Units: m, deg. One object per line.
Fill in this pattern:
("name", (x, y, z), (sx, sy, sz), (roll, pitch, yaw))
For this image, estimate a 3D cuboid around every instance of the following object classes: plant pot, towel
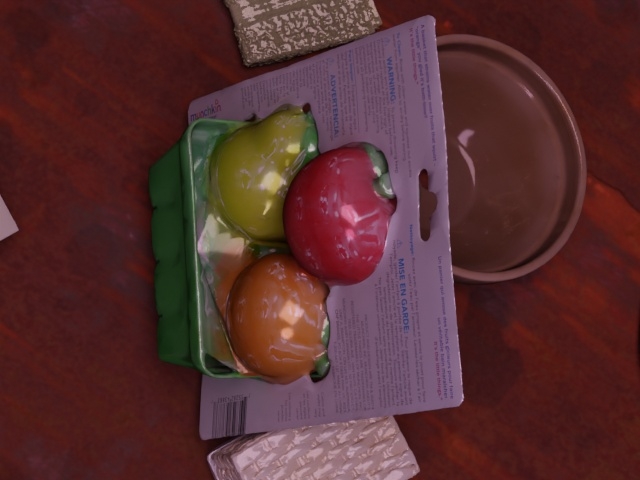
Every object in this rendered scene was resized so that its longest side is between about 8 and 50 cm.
("plant pot", (0.125, -0.067, 1.848), (0.237, 0.110, 0.237), (6, 75, -24))
("towel", (-0.021, -0.233, 1.902), (0.148, 0.027, 0.110), (-18, 86, -14))

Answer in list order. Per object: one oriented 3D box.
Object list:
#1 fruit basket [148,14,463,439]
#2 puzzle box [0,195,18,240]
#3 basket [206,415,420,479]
("fruit basket", (0.000, 0.000, 1.711), (0.165, 0.353, 0.327), (5, 77, -45))
("puzzle box", (-0.485, -0.124, 1.745), (0.272, 0.052, 0.409), (-29, 97, -13))
("basket", (-0.004, 0.205, 1.794), (0.167, 0.103, 0.113), (-28, 88, -15))
